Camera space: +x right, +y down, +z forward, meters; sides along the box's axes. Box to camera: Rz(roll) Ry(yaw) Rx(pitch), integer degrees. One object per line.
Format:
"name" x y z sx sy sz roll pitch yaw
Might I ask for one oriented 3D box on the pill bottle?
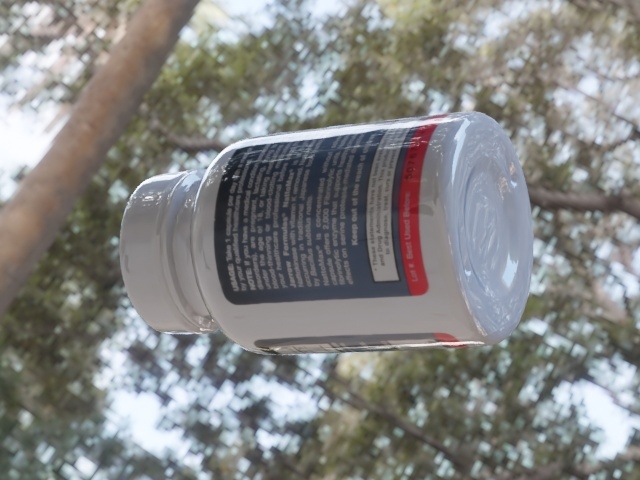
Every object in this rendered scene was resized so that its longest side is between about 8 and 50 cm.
"pill bottle" 0.000 0.000 0.730 0.180 0.108 0.108 -4 -48 28
